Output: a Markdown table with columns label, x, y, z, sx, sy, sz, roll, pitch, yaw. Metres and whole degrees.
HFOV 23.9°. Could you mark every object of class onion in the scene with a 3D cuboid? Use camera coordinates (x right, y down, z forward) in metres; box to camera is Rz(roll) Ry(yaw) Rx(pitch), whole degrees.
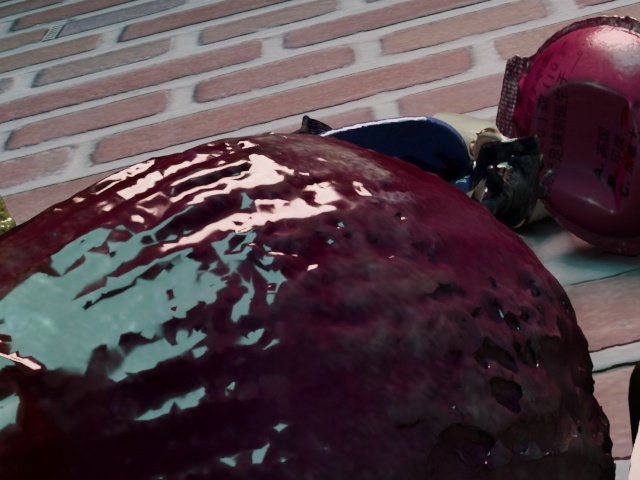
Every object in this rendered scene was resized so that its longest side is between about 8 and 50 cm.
| label | x | y | z | sx | sy | sz | roll | pitch | yaw |
| --- | --- | --- | --- | --- | --- | --- | --- | --- | --- |
| onion | -0.025 | 0.090 | 0.465 | 0.159 | 0.267 | 0.348 | 1 | -4 | 41 |

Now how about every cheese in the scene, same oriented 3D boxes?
| label | x | y | z | sx | sy | sz | roll | pitch | yaw |
| --- | --- | --- | --- | --- | --- | --- | --- | --- | --- |
| cheese | 0.209 | -0.054 | 0.929 | 0.244 | 0.155 | 0.062 | 26 | 33 | 36 |

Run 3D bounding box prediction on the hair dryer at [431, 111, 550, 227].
| label | x | y | z | sx | sy | sz | roll | pitch | yaw |
| --- | --- | --- | --- | --- | --- | --- | --- | --- | --- |
| hair dryer | 0.149 | -0.071 | 1.137 | 0.131 | 0.073 | 0.236 | -21 | 13 | -18 |

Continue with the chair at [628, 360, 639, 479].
| label | x | y | z | sx | sy | sz | roll | pitch | yaw |
| --- | --- | --- | --- | --- | --- | --- | --- | --- | --- |
| chair | 0.206 | 0.100 | 0.525 | 0.186 | 0.160 | 0.319 | -4 | 27 | 22 |

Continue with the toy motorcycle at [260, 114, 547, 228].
| label | x | y | z | sx | sy | sz | roll | pitch | yaw |
| --- | --- | --- | --- | --- | --- | --- | --- | --- | --- |
| toy motorcycle | 0.037 | 0.027 | 0.823 | 0.212 | 0.125 | 0.358 | -9 | 33 | 3 |

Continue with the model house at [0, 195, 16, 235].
| label | x | y | z | sx | sy | sz | roll | pitch | yaw |
| --- | --- | --- | --- | --- | --- | --- | --- | --- | --- |
| model house | -0.313 | -0.036 | 1.307 | 0.078 | 0.083 | 0.066 | -22 | 24 | -20 |
